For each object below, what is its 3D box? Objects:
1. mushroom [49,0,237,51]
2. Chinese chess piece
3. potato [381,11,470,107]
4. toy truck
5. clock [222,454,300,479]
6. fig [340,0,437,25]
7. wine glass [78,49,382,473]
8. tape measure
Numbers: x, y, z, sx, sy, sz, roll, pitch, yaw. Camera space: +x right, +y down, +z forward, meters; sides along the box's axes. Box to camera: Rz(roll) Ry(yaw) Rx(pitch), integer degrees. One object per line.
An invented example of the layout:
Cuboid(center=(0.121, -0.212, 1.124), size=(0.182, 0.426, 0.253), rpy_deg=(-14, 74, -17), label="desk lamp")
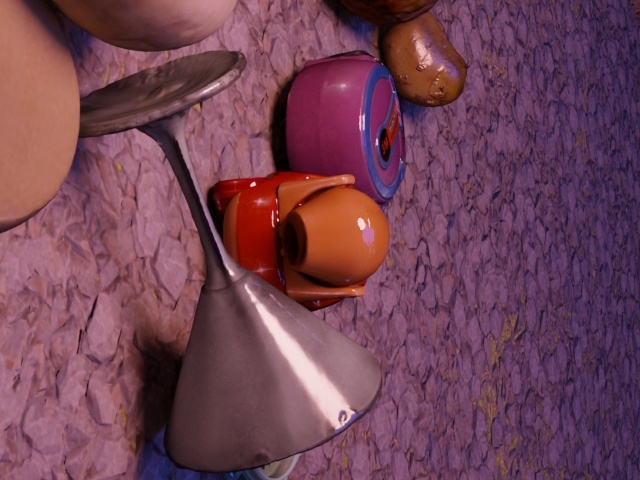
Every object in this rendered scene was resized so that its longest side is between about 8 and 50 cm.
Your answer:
Cuboid(center=(-0.189, -0.355, 1.231), size=(0.325, 0.353, 0.353), rpy_deg=(-31, 112, -51), label="mushroom")
Cuboid(center=(-0.334, -0.134, 1.170), size=(0.273, 0.102, 0.273), rpy_deg=(14, 73, -60), label="Chinese chess piece")
Cuboid(center=(0.168, -0.303, 2.144), size=(0.176, 0.137, 0.137), rpy_deg=(60, 29, 1), label="potato")
Cuboid(center=(0.000, 0.000, 1.632), size=(0.265, 0.239, 0.189), rpy_deg=(-4, 89, -63), label="toy truck")
Cuboid(center=(-0.082, 0.242, 1.620), size=(0.148, 0.060, 0.189), rpy_deg=(63, 34, -35), label="clock")
Cuboid(center=(0.177, -0.486, 1.946), size=(0.286, 0.368, 0.286), rpy_deg=(-6, 90, -73), label="fig")
Cuboid(center=(-0.112, 0.015, 1.394), size=(0.267, 0.267, 0.406), rpy_deg=(-49, 127, -54), label="wine glass")
Cuboid(center=(0.036, -0.141, 1.843), size=(0.231, 0.149, 0.245), rpy_deg=(-66, 147, -48), label="tape measure")
